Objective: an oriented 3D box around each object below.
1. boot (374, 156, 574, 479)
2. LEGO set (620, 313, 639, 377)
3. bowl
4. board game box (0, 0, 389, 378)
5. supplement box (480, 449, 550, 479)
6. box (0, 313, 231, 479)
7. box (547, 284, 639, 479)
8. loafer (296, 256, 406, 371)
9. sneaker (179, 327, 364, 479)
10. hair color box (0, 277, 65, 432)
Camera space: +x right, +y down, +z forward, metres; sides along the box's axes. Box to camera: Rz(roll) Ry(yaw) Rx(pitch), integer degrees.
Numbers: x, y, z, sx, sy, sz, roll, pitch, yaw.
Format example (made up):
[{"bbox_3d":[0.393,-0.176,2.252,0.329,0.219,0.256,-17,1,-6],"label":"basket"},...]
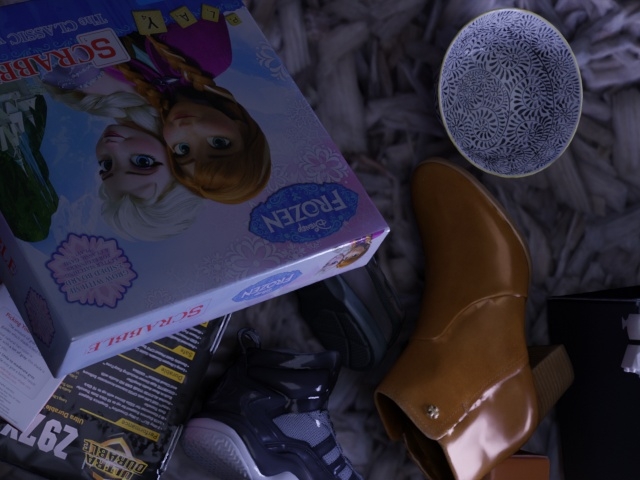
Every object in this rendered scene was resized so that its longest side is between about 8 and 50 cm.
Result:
[{"bbox_3d":[0.121,0.085,1.465,0.211,0.104,0.295,-35,99,-36],"label":"boot"},{"bbox_3d":[0.393,0.155,1.437,0.227,0.087,0.093,24,79,-20],"label":"LEGO set"},{"bbox_3d":[0.175,-0.147,1.532,0.170,0.080,0.170,0,90,-25],"label":"bowl"},{"bbox_3d":[-0.151,-0.076,1.280,0.318,0.066,0.318,-20,68,-33],"label":"board game box"},{"bbox_3d":[0.179,0.332,1.542,0.080,0.078,0.234,2,89,-25],"label":"supplement box"},{"bbox_3d":[-0.253,0.069,1.340,0.322,0.079,0.257,26,81,-23],"label":"box"},{"bbox_3d":[0.417,0.187,1.591,0.294,0.182,0.296,-6,91,-25],"label":"box"},{"bbox_3d":[0.000,0.000,1.460,0.084,0.096,0.268,-44,116,-38],"label":"loafer"},{"bbox_3d":[-0.001,0.190,1.444,0.268,0.101,0.153,35,67,-30],"label":"sneaker"},{"bbox_3d":[-0.242,0.067,1.274,0.093,0.053,0.167,40,76,-18],"label":"hair color box"}]
